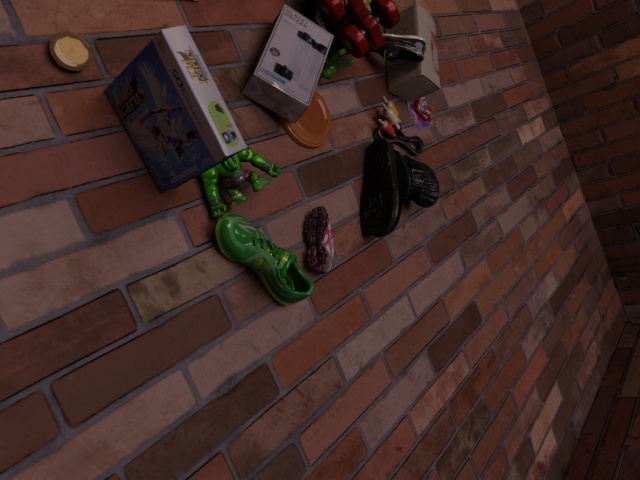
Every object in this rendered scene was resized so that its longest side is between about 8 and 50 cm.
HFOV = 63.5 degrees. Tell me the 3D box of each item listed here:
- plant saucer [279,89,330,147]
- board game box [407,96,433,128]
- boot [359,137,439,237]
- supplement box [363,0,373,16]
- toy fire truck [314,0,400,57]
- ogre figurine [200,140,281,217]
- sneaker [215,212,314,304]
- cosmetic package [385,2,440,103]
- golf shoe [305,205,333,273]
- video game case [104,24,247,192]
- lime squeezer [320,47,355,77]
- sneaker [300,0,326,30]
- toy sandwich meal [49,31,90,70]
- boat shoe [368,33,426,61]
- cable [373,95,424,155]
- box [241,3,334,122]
[{"bbox_3d":[-0.037,-0.365,1.484,0.200,0.037,0.199,15,69,-42],"label":"plant saucer"},{"bbox_3d":[0.392,-0.496,1.960,0.169,0.033,0.133,-23,95,-47],"label":"board game box"},{"bbox_3d":[0.264,-0.139,1.655,0.260,0.131,0.347,26,61,-38],"label":"boot"},{"bbox_3d":[0.130,-0.783,1.742,0.056,0.083,0.083,-19,92,-47],"label":"supplement box"},{"bbox_3d":[0.074,-0.698,1.553,0.169,0.254,0.302,-45,123,-3],"label":"toy fire truck"},{"bbox_3d":[-0.197,-0.151,1.211,0.197,0.097,0.118,-34,101,0],"label":"ogre figurine"},{"bbox_3d":[-0.121,0.036,1.219,0.295,0.124,0.109,45,51,-26],"label":"sneaker"},{"bbox_3d":[0.330,-0.670,1.864,0.129,0.153,0.295,16,68,-44],"label":"cosmetic package"},{"bbox_3d":[0.000,0.000,1.405,0.086,0.068,0.185,41,47,-64],"label":"golf shoe"},{"bbox_3d":[-0.294,-0.243,1.019,0.061,0.270,0.244,-35,103,-43],"label":"video game case"},{"bbox_3d":[0.038,-0.540,1.574,0.059,0.110,0.310,48,16,-4],"label":"lime squeezer"},{"bbox_3d":[-0.016,-0.664,1.592,0.075,0.057,0.161,29,45,-68],"label":"sneaker"},{"bbox_3d":[-0.499,-0.375,1.028,0.086,0.029,0.085,9,77,-44],"label":"toy sandwich meal"},{"bbox_3d":[0.235,-0.642,1.733,0.084,0.233,0.079,44,51,-85],"label":"boat shoe"},{"bbox_3d":[0.278,-0.360,1.777,0.287,0.072,0.139,31,63,-36],"label":"cable"},{"bbox_3d":[-0.084,-0.482,1.404,0.169,0.087,0.289,27,58,-17],"label":"box"}]
